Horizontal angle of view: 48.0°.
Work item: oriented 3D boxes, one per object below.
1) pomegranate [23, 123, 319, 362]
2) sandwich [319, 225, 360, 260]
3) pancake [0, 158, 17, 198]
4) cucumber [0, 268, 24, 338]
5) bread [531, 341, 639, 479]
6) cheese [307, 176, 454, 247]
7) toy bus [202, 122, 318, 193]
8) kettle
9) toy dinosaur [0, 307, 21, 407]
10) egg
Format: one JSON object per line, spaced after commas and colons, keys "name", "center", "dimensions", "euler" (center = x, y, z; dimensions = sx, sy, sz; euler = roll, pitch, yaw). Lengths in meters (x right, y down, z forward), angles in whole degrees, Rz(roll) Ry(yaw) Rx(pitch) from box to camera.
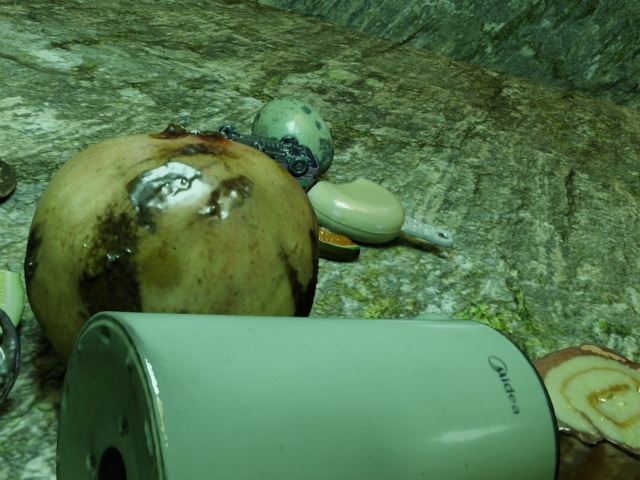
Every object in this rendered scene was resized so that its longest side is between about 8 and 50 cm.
{"name": "pomegranate", "center": [-0.152, 0.018, 0.773], "dimensions": [0.321, 0.322, 0.322], "euler": [15, 28, -8]}
{"name": "sandwich", "center": [-0.002, 0.000, 1.160], "dimensions": [0.135, 0.029, 0.067], "euler": [22, 22, 9]}
{"name": "pancake", "center": [-0.523, -0.090, 1.008], "dimensions": [0.184, 0.020, 0.190], "euler": [35, 30, 26]}
{"name": "cucumber", "center": [-0.363, 0.074, 0.790], "dimensions": [0.067, 0.035, 0.107], "euler": [14, 31, -33]}
{"name": "bread", "center": [0.306, 0.220, 0.851], "dimensions": [0.244, 0.123, 0.190], "euler": [-11, 38, -44]}
{"name": "cheese", "center": [0.105, -0.034, 1.246], "dimensions": [0.248, 0.071, 0.163], "euler": [29, 29, 16]}
{"name": "toy bus", "center": [-0.110, -0.124, 1.229], "dimensions": [0.198, 0.108, 0.096], "euler": [7, 33, -21]}
{"name": "kettle", "center": [0.016, 0.224, 0.576], "dimensions": [0.376, 0.250, 0.361], "euler": [2, 52, -35]}
{"name": "toy dinosaur", "center": [-0.385, 0.047, 0.628], "dimensions": [0.162, 0.294, 0.077], "euler": [-35, 31, -33]}
{"name": "egg", "center": [-0.050, -0.190, 1.355], "dimensions": [0.141, 0.141, 0.182], "euler": [-14, 52, -47]}
